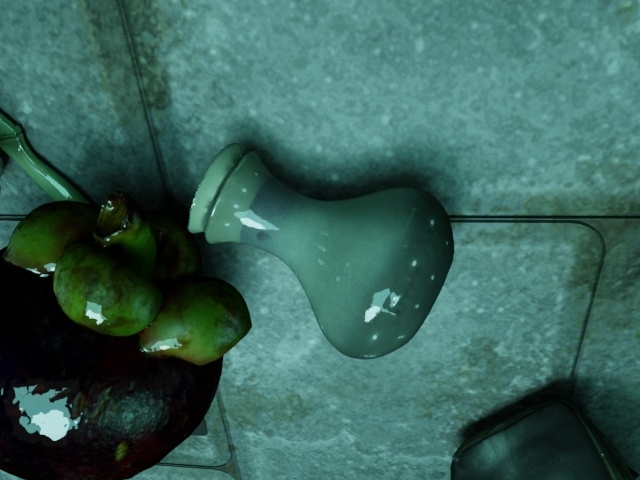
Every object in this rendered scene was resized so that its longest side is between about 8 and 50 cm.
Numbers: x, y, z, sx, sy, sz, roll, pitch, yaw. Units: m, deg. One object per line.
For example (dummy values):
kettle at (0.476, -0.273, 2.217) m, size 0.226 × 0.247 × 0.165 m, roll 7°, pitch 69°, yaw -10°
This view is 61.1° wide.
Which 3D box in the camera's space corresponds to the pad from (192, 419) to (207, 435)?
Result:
pad at (-0.291, 0.258, 0.857) m, size 0.212 × 0.003 × 0.142 m, roll 2°, pitch 123°, yaw 7°

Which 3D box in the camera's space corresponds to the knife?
knife at (-0.348, -0.110, 0.615) m, size 0.043 × 0.019 × 0.293 m, roll -33°, pitch 112°, yaw 28°

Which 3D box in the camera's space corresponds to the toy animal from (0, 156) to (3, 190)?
toy animal at (-0.422, -0.075, 0.602) m, size 0.131 × 0.182 × 0.127 m, roll 42°, pitch 78°, yaw -21°

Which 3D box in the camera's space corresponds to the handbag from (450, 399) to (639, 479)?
handbag at (0.330, 0.400, 0.682) m, size 0.247 × 0.340 × 0.240 m, roll -40°, pitch 128°, yaw 23°

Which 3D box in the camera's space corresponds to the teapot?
teapot at (0.000, 0.000, 0.558) m, size 0.251 × 0.183 × 0.183 m, roll 27°, pitch 124°, yaw 6°

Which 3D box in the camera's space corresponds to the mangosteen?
mangosteen at (-0.243, 0.106, 0.582) m, size 0.311 × 0.311 × 0.311 m, roll 4°, pitch 123°, yaw 6°
